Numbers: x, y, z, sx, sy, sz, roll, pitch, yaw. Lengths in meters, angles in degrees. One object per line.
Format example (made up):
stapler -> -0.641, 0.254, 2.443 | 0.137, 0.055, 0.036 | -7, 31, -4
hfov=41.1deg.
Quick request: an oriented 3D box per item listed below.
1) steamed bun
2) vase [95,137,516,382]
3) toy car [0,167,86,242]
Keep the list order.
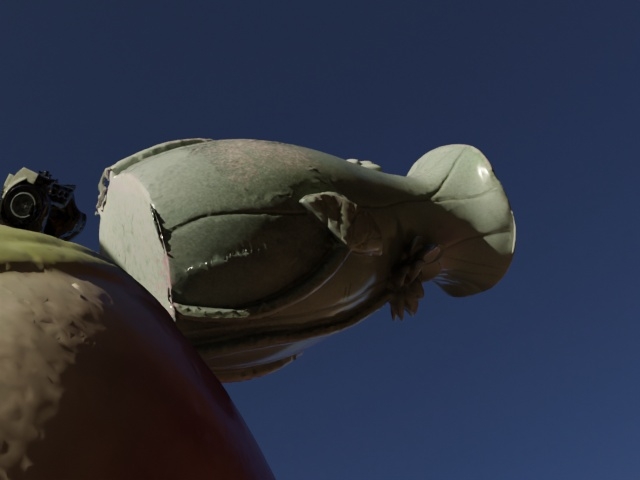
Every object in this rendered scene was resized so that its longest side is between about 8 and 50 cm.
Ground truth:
steamed bun -> -0.143, 0.140, 0.391 | 0.309, 0.309, 0.309 | -5, -48, -5
vase -> 0.000, 0.000, 0.911 | 0.445, 0.250, 0.250 | -9, -43, -34
toy car -> -0.514, 0.024, 1.427 | 0.118, 0.193, 0.301 | 28, -93, 5
